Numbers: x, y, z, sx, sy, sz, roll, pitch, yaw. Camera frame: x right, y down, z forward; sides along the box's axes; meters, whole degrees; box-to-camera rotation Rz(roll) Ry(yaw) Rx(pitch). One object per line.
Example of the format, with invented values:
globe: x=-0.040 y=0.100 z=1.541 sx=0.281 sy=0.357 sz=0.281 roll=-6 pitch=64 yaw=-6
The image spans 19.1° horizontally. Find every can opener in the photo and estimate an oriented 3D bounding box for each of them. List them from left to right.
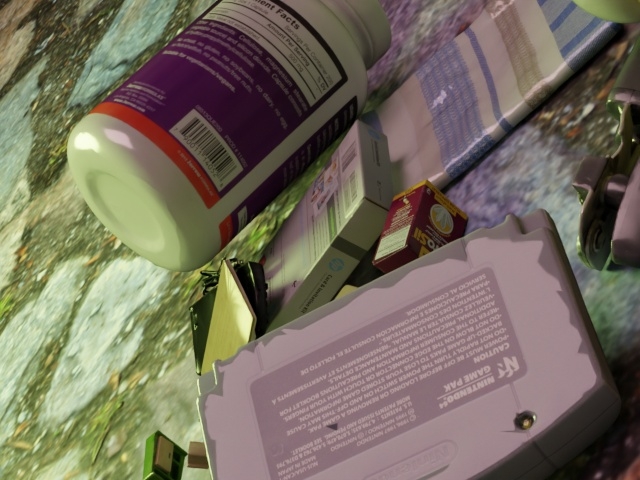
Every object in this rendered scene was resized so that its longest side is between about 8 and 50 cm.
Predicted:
can opener: x=0.267 y=-0.093 z=1.425 sx=0.095 sy=0.076 sz=0.283 roll=14 pitch=60 yaw=29

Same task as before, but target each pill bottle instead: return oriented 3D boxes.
pill bottle: x=-0.080 y=-0.131 z=1.845 sx=0.323 sy=0.181 sz=0.181 roll=-45 pitch=19 yaw=-25

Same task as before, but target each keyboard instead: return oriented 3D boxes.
keyboard: x=-0.076 y=0.063 z=1.755 sx=0.192 sy=0.038 sz=0.100 roll=146 pitch=120 yaw=-64

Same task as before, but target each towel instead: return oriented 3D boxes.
towel: x=0.146 y=-0.148 z=1.749 sx=0.285 sy=0.034 sz=0.209 roll=-41 pitch=25 yaw=18

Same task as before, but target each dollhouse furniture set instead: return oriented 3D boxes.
dollhouse furniture set: x=-0.085 y=0.162 z=1.625 sx=0.152 sy=0.076 sz=0.058 roll=-39 pitch=25 yaw=25

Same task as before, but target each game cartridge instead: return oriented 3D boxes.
game cartridge: x=0.057 y=0.117 z=1.332 sx=0.294 sy=0.060 sz=0.196 roll=-26 pitch=46 yaw=14

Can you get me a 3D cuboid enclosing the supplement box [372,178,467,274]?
supplement box: x=0.084 y=-0.001 z=1.601 sx=0.043 sy=0.055 sz=0.083 roll=-29 pitch=31 yaw=40

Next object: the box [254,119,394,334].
box: x=0.000 y=0.000 z=1.725 sx=0.186 sy=0.038 sz=0.145 roll=-53 pitch=19 yaw=24

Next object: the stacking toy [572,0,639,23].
stacking toy: x=0.308 y=-0.235 z=1.262 sx=0.350 sy=0.350 sz=0.480 roll=-56 pitch=14 yaw=-16

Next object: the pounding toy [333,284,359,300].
pounding toy: x=0.068 y=0.082 z=1.448 sx=0.206 sy=0.094 sz=0.181 roll=-54 pitch=23 yaw=-11

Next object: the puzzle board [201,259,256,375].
puzzle board: x=-0.080 y=0.096 z=1.699 sx=0.096 sy=0.011 sz=0.128 roll=-120 pitch=36 yaw=-52
